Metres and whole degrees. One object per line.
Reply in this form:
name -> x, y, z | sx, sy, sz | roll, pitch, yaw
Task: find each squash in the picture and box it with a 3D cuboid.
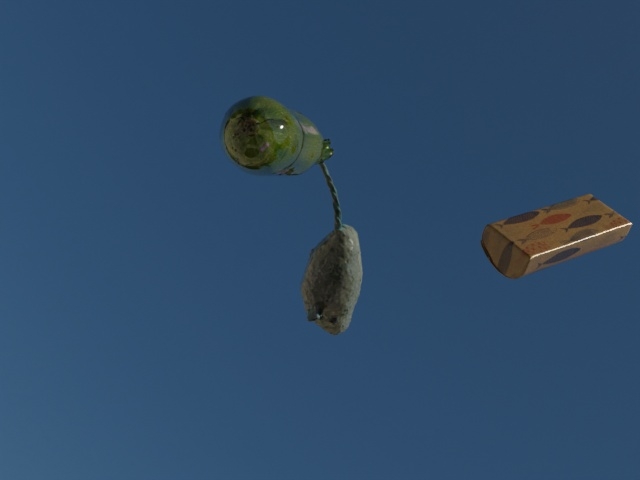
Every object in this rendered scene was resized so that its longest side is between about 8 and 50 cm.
squash -> -0.028, -0.067, 0.691 | 0.052, 0.183, 0.052 | 1, -85, 9

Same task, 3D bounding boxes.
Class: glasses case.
glasses case -> 0.248, -0.003, 1.108 | 0.064, 0.170, 0.041 | 43, -46, 35

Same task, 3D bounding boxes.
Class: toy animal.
toy animal -> 0.007, -0.003, 1.261 | 0.079, 0.070, 0.253 | -9, -73, -5
